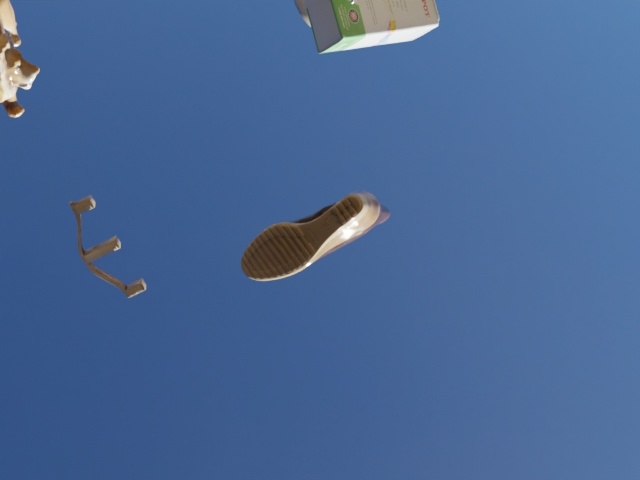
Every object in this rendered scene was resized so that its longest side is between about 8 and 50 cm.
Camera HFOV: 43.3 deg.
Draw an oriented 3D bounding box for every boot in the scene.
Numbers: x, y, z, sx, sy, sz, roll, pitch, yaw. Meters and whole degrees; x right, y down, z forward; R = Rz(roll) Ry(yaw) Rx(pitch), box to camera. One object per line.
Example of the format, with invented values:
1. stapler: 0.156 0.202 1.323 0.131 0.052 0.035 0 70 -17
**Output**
1. boot: 0.000 0.000 1.391 0.090 0.249 0.207 63 -168 11

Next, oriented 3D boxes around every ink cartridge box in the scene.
1. ink cartridge box: 0.083 -0.418 1.389 0.213 0.093 0.154 -17 -88 -29

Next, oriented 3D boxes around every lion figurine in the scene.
1. lion figurine: -0.648 -0.391 1.575 0.142 0.240 0.392 -12 -124 -21

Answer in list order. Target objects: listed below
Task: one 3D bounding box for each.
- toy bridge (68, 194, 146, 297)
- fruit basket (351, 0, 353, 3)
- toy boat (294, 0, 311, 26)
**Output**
1. toy bridge: -0.352 0.015 1.292 0.063 0.188 0.026 -26 -153 0
2. fruit basket: 0.047 -0.565 1.101 0.166 0.327 0.352 6 -126 -16
3. toy boat: 0.034 -0.631 1.745 0.268 0.318 0.148 -29 -150 -8
